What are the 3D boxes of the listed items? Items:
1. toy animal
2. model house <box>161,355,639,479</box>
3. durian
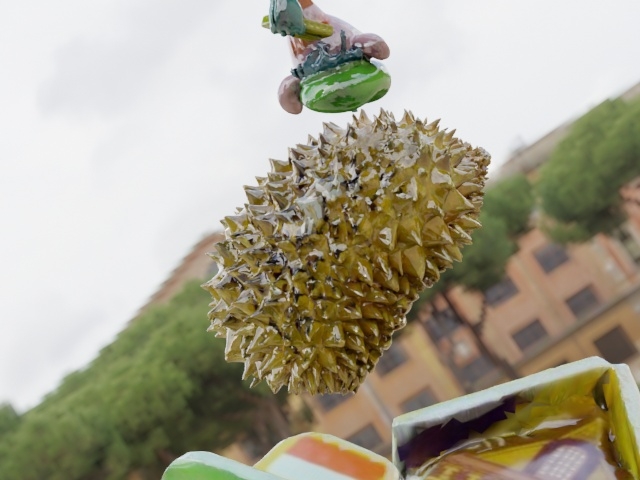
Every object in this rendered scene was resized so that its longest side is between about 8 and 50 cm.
[{"bbox_3d":[-0.011,-0.182,1.028,0.100,0.208,0.103,-1,14,17],"label":"toy animal"},{"bbox_3d":[0.051,0.160,0.725,0.323,0.340,0.300,-35,-47,-49],"label":"model house"},{"bbox_3d":[0.000,0.002,1.163,0.249,0.183,0.138,-55,-17,7],"label":"durian"}]
